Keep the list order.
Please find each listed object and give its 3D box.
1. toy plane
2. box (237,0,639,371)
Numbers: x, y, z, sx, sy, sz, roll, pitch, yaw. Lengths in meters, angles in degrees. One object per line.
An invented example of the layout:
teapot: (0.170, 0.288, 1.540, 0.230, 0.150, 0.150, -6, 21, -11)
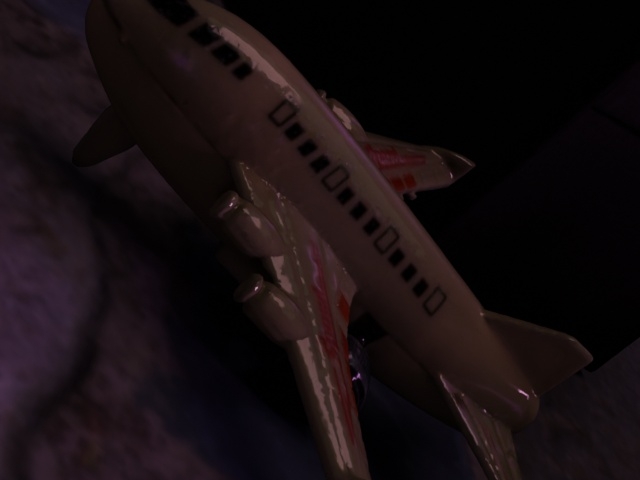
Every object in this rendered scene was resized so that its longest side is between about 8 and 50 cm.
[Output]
toy plane: (0.000, 0.000, 0.730, 0.244, 0.092, 0.229, 40, 30, -15)
box: (0.111, -0.147, 0.985, 0.204, 0.251, 0.345, 26, 31, -46)
